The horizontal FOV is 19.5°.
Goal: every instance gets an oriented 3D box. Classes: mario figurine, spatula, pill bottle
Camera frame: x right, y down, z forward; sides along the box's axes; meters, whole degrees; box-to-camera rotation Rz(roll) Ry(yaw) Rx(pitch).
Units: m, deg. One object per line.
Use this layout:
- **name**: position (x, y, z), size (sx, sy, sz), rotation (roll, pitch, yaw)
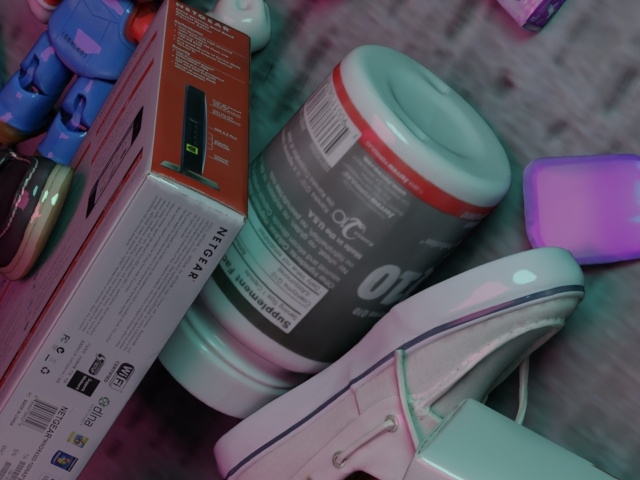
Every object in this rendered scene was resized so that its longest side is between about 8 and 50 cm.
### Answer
- **mario figurine**: position (-0.156, -0.199, 1.631), size (0.320, 0.198, 0.170), rotation (-55, 16, 26)
- **spatula**: position (0.282, -0.032, 1.325), size (0.296, 0.030, 0.084), rotation (-6, 82, 35)
- **pill bottle**: position (0.000, 0.000, 1.444), size (0.283, 0.161, 0.161), rotation (-48, 60, 24)

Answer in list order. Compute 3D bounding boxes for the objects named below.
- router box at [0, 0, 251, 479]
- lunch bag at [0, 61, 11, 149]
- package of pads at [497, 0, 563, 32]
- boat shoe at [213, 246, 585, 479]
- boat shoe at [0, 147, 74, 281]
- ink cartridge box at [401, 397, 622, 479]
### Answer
- **router box**: position (-0.170, 0.012, 1.486), size (0.335, 0.082, 0.301), rotation (-56, 18, 27)
- **lunch bag**: position (-0.425, -0.139, 1.801), size (0.243, 0.115, 0.303), rotation (-22, 71, 34)
- **package of pads**: position (0.153, -0.206, 1.438), size (0.050, 0.032, 0.083), rotation (-50, 60, 22)
- **boat shoe**: position (0.070, 0.150, 1.394), size (0.367, 0.136, 0.156), rotation (-36, 65, 31)
- **boat shoe**: position (-0.280, -0.030, 1.569), size (0.103, 0.092, 0.285), rotation (-65, 17, -8)
- **ink cartridge box**: position (0.121, 0.300, 1.277), size (0.226, 0.131, 0.306), rotation (27, 110, 12)
